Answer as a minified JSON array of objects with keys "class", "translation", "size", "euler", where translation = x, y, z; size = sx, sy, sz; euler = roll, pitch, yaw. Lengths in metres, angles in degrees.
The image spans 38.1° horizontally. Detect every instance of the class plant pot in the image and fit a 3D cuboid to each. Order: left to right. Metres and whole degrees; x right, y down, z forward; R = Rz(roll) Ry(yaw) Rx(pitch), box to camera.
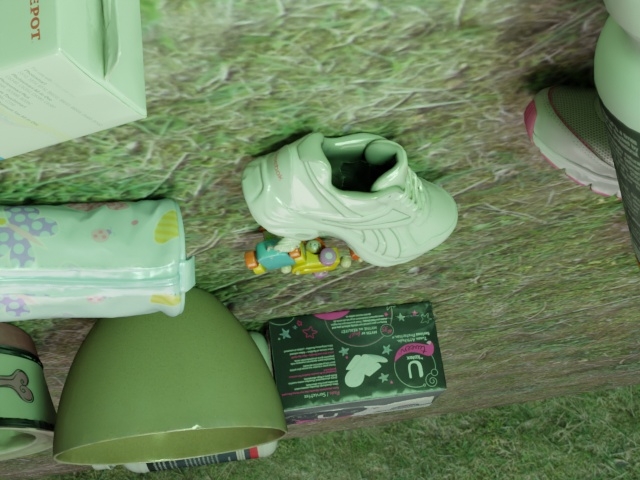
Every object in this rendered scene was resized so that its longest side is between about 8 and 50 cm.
[{"class":"plant pot","translation":[-0.191,0.165,1.163],"size":[0.284,0.191,0.284],"euler":[-6,162,-2]}]

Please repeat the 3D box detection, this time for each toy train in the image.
[{"class":"toy train","translation":[0.000,0.000,0.983],"size":[0.166,0.046,0.125],"euler":[4,158,-39]}]

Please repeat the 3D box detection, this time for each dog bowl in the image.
[{"class":"dog bowl","translation":[-0.551,0.209,1.220],"size":[0.408,0.150,0.408],"euler":[-8,162,-3]}]

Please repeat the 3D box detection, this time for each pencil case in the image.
[{"class":"pencil case","translation":[-0.254,0.019,0.823],"size":[0.273,0.113,0.124],"euler":[-2,-177,-19]}]

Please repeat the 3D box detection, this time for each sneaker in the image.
[{"class":"sneaker","translation":[0.053,-0.040,0.816],"size":[0.232,0.090,0.115],"euler":[7,153,-39]},{"class":"sneaker","translation":[0.287,-0.101,0.724],"size":[0.252,0.103,0.111],"euler":[3,137,-6]}]

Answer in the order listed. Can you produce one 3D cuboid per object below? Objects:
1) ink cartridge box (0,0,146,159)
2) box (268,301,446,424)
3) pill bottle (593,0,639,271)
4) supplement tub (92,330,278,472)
[{"class":"ink cartridge box","translation":[-0.165,-0.109,0.512],"size":[0.143,0.092,0.090],"euler":[-12,161,16]},{"class":"box","translation":[0.050,0.193,1.417],"size":[0.247,0.142,0.163],"euler":[-6,161,-4]},{"class":"pill bottle","translation":[0.255,-0.076,0.555],"size":[0.162,0.162,0.278],"euler":[-14,137,17]},{"class":"supplement tub","translation":[-0.205,0.242,1.384],"size":[0.272,0.191,0.191],"euler":[-6,162,-5]}]
